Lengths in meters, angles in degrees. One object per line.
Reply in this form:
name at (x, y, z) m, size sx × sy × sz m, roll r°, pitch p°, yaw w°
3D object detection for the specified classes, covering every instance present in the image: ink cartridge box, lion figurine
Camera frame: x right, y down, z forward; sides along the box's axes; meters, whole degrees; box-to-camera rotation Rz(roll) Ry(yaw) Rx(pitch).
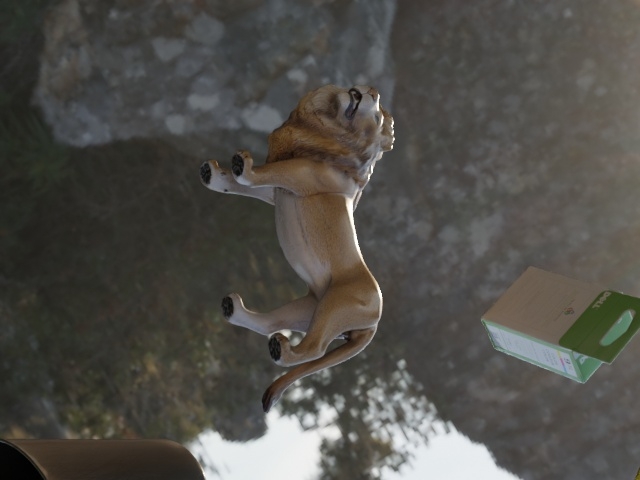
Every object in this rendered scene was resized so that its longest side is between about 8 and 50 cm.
ink cartridge box at (0.315, 0.108, 1.376) m, size 0.109 × 0.062 × 0.209 m, roll -43°, pitch -147°, yaw -22°
lion figurine at (0.000, 0.000, 1.312) m, size 0.240 × 0.392 × 0.142 m, roll 0°, pitch 169°, yaw -36°

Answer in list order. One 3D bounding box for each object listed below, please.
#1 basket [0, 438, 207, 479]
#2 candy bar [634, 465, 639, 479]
basket at (-0.233, 0.283, 1.141) m, size 0.154 × 0.204 × 0.227 m, roll -38°, pitch 161°, yaw 27°
candy bar at (0.364, 0.207, 1.160) m, size 0.018 × 0.040 × 0.161 m, roll -112°, pitch -142°, yaw -79°
